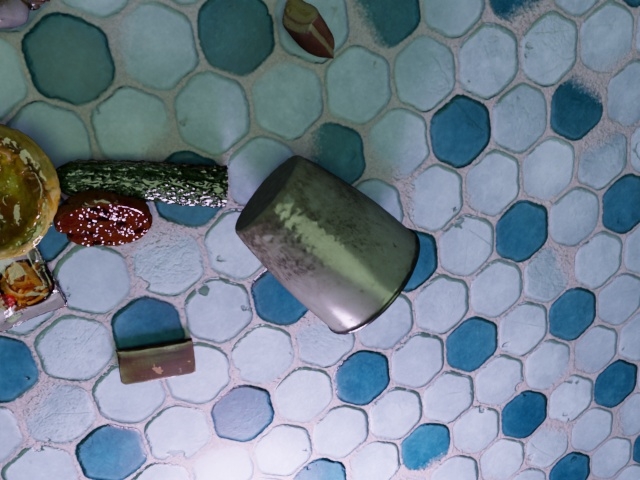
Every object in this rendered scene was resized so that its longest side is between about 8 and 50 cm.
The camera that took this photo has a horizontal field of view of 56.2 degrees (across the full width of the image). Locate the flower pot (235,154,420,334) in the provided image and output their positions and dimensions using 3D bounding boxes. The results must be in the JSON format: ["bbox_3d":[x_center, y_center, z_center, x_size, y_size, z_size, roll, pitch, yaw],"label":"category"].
[{"bbox_3d":[0.000,0.000,1.311,0.330,0.293,0.293,38,95,-18],"label":"flower pot"}]

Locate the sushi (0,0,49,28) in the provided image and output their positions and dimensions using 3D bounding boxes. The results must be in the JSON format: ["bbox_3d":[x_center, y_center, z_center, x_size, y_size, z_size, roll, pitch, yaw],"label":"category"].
[{"bbox_3d":[-0.654,-0.404,1.037,0.332,0.124,0.130,-24,104,-7],"label":"sushi"}]

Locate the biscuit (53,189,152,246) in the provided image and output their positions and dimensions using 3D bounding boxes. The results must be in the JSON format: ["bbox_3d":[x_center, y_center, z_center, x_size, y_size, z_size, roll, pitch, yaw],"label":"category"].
[{"bbox_3d":[-0.443,-0.044,1.229,0.192,0.049,0.192,-13,155,-6],"label":"biscuit"}]

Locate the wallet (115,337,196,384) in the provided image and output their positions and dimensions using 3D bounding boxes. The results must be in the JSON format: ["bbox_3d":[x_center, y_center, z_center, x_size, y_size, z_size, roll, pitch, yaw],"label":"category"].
[{"bbox_3d":[-0.389,0.287,1.427,0.176,0.026,0.095,-9,106,-15],"label":"wallet"}]

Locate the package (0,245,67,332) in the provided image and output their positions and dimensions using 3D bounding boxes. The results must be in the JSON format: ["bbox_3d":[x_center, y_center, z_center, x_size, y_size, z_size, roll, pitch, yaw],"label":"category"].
[{"bbox_3d":[-0.654,0.067,1.258,0.154,0.030,0.239,-23,112,-15],"label":"package"}]

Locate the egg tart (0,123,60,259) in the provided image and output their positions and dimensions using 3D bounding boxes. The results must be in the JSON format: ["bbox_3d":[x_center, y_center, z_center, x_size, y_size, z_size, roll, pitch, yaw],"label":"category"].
[{"bbox_3d":[-0.641,-0.095,1.146,0.290,0.115,0.290,-2,107,-5],"label":"egg tart"}]

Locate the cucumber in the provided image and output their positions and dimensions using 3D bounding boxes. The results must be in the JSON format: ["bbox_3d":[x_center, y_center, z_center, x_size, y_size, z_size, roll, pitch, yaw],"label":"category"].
[{"bbox_3d":[-0.373,-0.119,1.249,0.359,0.096,0.096,1,109,-15],"label":"cucumber"}]

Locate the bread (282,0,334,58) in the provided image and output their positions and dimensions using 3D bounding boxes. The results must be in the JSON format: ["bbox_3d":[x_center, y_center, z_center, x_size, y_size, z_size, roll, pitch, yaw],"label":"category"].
[{"bbox_3d":[-0.031,-0.437,1.227,0.119,0.192,0.067,45,99,11],"label":"bread"}]
